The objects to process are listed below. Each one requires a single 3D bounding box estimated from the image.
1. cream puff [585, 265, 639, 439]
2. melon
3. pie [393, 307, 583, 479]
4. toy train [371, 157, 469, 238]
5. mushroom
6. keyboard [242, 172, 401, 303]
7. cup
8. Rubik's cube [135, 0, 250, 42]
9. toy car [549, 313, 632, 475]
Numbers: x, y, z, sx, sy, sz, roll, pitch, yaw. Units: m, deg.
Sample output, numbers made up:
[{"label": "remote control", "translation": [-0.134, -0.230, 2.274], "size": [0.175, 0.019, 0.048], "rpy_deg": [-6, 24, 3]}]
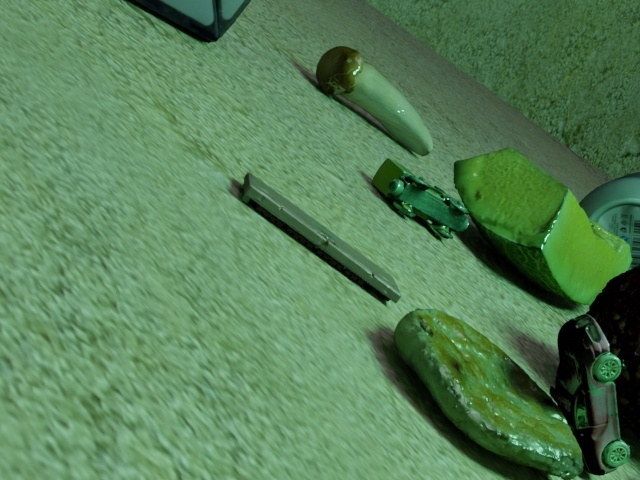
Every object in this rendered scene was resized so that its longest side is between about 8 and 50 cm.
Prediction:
[{"label": "cream puff", "translation": [0.376, 0.126, 1.322], "size": [0.239, 0.165, 0.239], "rpy_deg": [19, -24, 9]}, {"label": "melon", "translation": [0.309, 0.003, 1.714], "size": [0.323, 0.124, 0.196], "rpy_deg": [34, 15, -48]}, {"label": "pie", "translation": [0.131, 0.122, 1.037], "size": [0.187, 0.041, 0.187], "rpy_deg": [37, 14, -11]}, {"label": "toy train", "translation": [0.117, -0.047, 1.528], "size": [0.122, 0.050, 0.081], "rpy_deg": [28, 11, -35]}, {"label": "mushroom", "translation": [0.085, -0.195, 1.860], "size": [0.209, 0.071, 0.084], "rpy_deg": [36, -21, -30]}, {"label": "keyboard", "translation": [0.000, 0.000, 1.138], "size": [0.166, 0.017, 0.055], "rpy_deg": [36, 10, -14]}, {"label": "cup", "translation": [0.485, -0.003, 2.007], "size": [0.205, 0.205, 0.312], "rpy_deg": [42, 15, 12]}, {"label": "Rubik's cube", "translation": [-0.183, -0.460, 1.501], "size": [0.305, 0.310, 0.307], "rpy_deg": [23, 23, -46]}, {"label": "toy car", "translation": [0.224, 0.131, 1.109], "size": [0.069, 0.055, 0.142], "rpy_deg": [-121, -161, -66]}]
